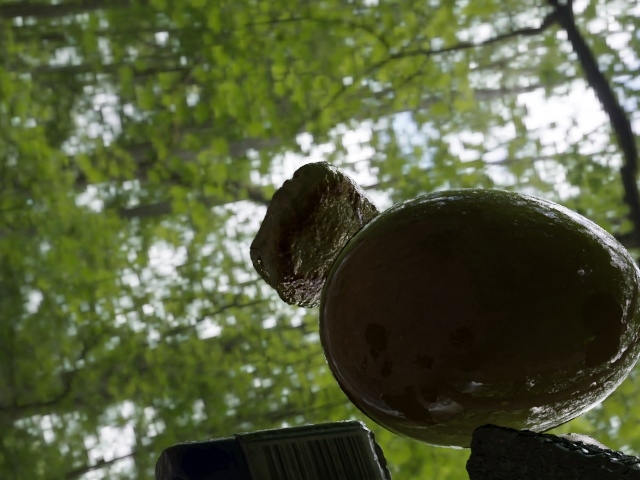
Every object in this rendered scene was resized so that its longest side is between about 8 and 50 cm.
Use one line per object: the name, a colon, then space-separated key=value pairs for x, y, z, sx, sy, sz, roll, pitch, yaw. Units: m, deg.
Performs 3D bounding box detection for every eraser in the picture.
eraser: x=-0.060 y=0.354 z=1.623 sx=0.102 sy=0.332 sz=0.155 roll=-57 pitch=-136 yaw=46

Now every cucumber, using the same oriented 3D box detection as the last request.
cucumber: x=0.181 y=0.172 z=0.822 sx=0.187 sy=0.058 sz=0.058 roll=4 pitch=-75 yaw=58

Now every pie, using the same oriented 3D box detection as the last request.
pie: x=0.000 y=0.000 z=1.438 sx=0.084 sy=0.179 sz=0.205 roll=38 pitch=-2 yaw=37

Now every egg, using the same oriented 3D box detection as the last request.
egg: x=0.158 y=0.073 z=1.097 sx=0.250 sy=0.322 sz=0.250 roll=174 pitch=-90 yaw=-86

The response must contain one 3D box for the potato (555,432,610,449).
potato: x=0.274 y=0.319 z=1.383 sx=0.146 sy=0.233 sz=0.150 roll=15 pitch=-58 yaw=51
